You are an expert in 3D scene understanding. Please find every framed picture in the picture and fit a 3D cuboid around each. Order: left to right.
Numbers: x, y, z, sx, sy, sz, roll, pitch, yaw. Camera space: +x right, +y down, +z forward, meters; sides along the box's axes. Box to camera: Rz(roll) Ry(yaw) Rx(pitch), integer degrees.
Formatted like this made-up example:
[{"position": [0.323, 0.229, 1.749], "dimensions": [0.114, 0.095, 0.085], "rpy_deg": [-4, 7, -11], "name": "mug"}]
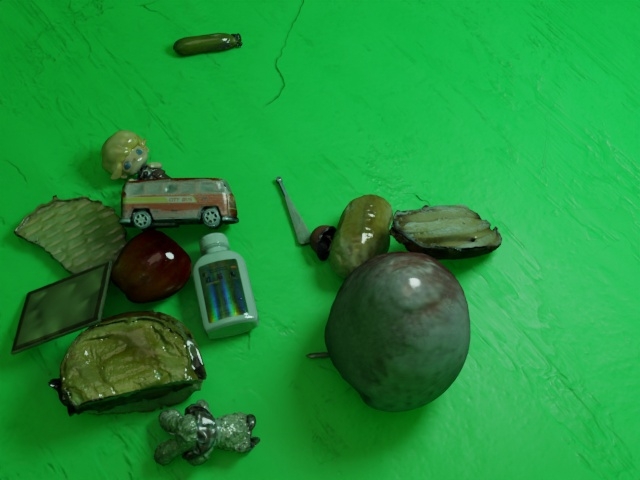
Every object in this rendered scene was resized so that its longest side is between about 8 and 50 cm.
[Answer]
[{"position": [-0.550, 0.141, 1.673], "dimensions": [0.231, 0.010, 0.173], "rpy_deg": [-19, 44, 17], "name": "framed picture"}]

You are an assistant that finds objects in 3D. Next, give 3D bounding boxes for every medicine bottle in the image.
[{"position": [-0.216, 0.095, 1.737], "dimensions": [0.121, 0.083, 0.229], "rpy_deg": [-14, 63, -4], "name": "medicine bottle"}]

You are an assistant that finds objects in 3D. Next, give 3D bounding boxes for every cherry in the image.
[{"position": [0.158, 0.183, 1.577], "dimensions": [0.291, 0.335, 0.326], "rpy_deg": [11, 86, -13], "name": "cherry"}]

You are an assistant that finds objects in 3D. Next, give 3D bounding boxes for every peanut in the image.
[{"position": [0.097, -0.013, 1.773], "dimensions": [0.129, 0.129, 0.224], "rpy_deg": [14, 64, 7], "name": "peanut"}]

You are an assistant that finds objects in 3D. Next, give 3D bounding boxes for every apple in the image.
[{"position": [-0.373, 0.063, 1.721], "dimensions": [0.158, 0.147, 0.156], "rpy_deg": [-44, 93, -19], "name": "apple"}]

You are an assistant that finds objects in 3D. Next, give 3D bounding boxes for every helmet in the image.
[{"position": [-0.002, 0.001, 1.802], "dimensions": [0.049, 0.065, 0.084], "rpy_deg": [20, 81, 34], "name": "helmet"}]

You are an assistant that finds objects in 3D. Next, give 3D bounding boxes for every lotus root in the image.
[{"position": [0.267, -0.003, 1.730], "dimensions": [0.329, 0.078, 0.167], "rpy_deg": [-4, 38, -43], "name": "lotus root"}]

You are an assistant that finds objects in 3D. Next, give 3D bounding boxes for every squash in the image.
[{"position": [-0.296, -0.516, 2.065], "dimensions": [0.183, 0.052, 0.052], "rpy_deg": [-8, 64, -8], "name": "squash"}]

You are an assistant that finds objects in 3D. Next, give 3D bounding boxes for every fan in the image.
[{"position": [-0.065, -0.072, 1.861], "dimensions": [0.038, 0.016, 0.193], "rpy_deg": [-18, 66, -13], "name": "fan"}]

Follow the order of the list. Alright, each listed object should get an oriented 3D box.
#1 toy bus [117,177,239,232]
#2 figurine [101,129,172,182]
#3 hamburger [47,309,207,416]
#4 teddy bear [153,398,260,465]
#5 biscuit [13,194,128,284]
[{"position": [-0.320, -0.082, 1.787], "dimensions": [0.265, 0.121, 0.120], "rpy_deg": [-2, 86, -3], "name": "toy bus"}, {"position": [-0.433, -0.173, 1.864], "dimensions": [0.196, 0.108, 0.114], "rpy_deg": [42, 100, 11], "name": "figurine"}, {"position": [-0.401, 0.243, 1.632], "dimensions": [0.308, 0.132, 0.211], "rpy_deg": [-12, 64, -7], "name": "hamburger"}, {"position": [-0.232, 0.381, 1.578], "dimensions": [0.213, 0.111, 0.133], "rpy_deg": [-3, 67, -1], "name": "teddy bear"}, {"position": [-0.549, -0.011, 1.814], "dimensions": [0.273, 0.036, 0.187], "rpy_deg": [34, 68, 16], "name": "biscuit"}]
